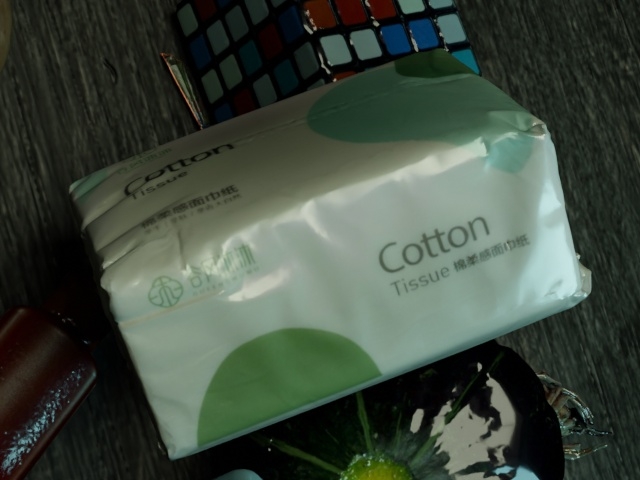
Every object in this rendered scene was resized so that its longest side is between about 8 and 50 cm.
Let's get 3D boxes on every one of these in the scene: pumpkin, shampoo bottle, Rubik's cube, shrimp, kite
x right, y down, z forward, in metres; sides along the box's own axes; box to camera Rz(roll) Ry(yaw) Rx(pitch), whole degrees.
[{"bbox_3d":[0.070,0.194,1.599,0.296,0.296,0.296,9,72,-29],"label":"pumpkin"},{"bbox_3d":[-0.261,0.135,1.511,0.102,0.064,0.260,44,59,-14],"label":"shampoo bottle"},{"bbox_3d":[0.004,-0.182,1.681,0.187,0.184,0.182,-15,82,-36],"label":"Rubik's cube"},{"bbox_3d":[0.216,0.176,1.789,0.190,0.075,0.073,20,34,-36],"label":"shrimp"},{"bbox_3d":[-0.073,-0.125,1.730,0.190,0.010,0.159,21,65,-27],"label":"kite"}]

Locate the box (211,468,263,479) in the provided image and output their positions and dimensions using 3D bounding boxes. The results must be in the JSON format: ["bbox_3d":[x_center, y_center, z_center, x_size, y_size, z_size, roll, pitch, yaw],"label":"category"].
[{"bbox_3d":[-0.063,0.296,1.413,0.227,0.162,0.130,52,20,-29],"label":"box"}]

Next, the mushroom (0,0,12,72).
[{"bbox_3d":[-0.366,-0.219,1.410,0.297,0.290,0.297,10,72,-30],"label":"mushroom"}]

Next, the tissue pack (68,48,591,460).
[{"bbox_3d":[-0.001,-0.001,1.441,0.356,0.266,0.194,-21,111,-7],"label":"tissue pack"}]
